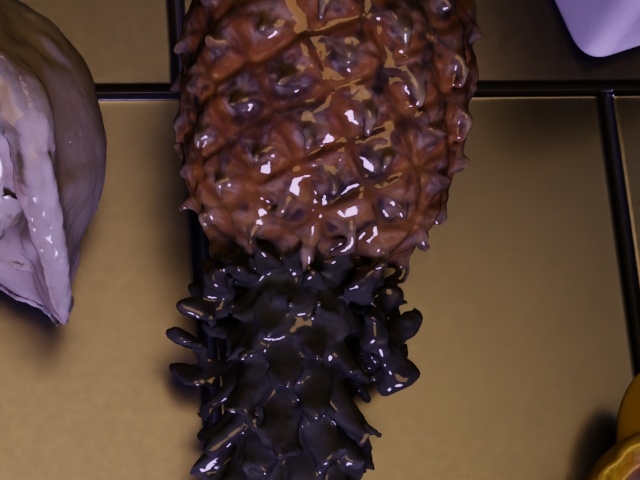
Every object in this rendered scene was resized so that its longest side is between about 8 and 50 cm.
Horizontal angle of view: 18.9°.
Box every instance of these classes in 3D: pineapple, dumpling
[{"bbox_3d":[0.000,0.000,0.925,0.158,0.158,0.278,4,83,-9],"label":"pineapple"},{"bbox_3d":[-0.161,-0.056,0.917,0.118,0.136,0.199,-29,68,-11],"label":"dumpling"}]

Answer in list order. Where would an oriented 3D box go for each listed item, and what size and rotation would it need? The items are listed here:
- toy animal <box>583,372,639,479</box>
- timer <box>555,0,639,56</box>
[{"bbox_3d":[0.231,0.161,0.917,0.230,0.156,0.156,19,69,7],"label":"toy animal"},{"bbox_3d":[0.211,-0.236,1.012,0.195,0.192,0.194,-18,76,-16],"label":"timer"}]
